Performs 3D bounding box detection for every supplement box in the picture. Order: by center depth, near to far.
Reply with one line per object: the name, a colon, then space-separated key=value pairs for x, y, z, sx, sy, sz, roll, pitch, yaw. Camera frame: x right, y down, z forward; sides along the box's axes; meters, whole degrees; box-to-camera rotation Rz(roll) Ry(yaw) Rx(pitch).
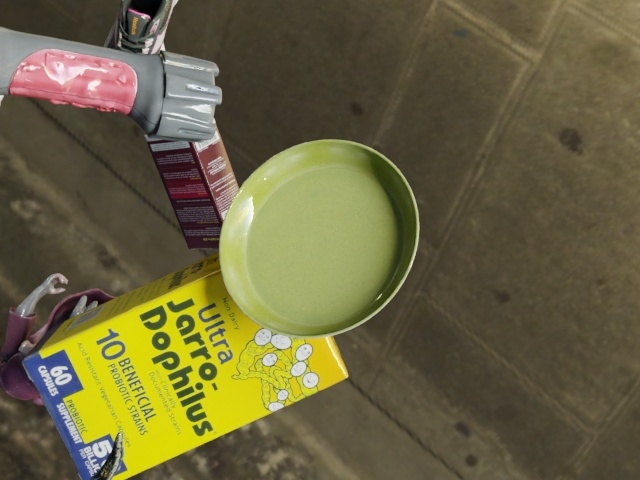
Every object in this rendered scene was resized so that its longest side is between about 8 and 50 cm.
supplement box: x=-0.169 y=0.146 z=1.308 sx=0.356 sy=0.195 sz=0.194 roll=-25 pitch=98 yaw=-1
supplement box: x=-0.223 y=-0.103 z=1.862 sx=0.130 sy=0.073 sz=0.239 roll=0 pitch=116 yaw=42

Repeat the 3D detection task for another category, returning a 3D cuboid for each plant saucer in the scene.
plant saucer: x=0.000 y=0.000 z=1.152 sx=0.241 sy=0.037 sz=0.241 roll=-7 pitch=69 yaw=18

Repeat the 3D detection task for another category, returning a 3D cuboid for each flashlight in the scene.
flashlight: x=-0.244 y=-0.144 z=0.920 sx=0.103 sy=0.304 sz=0.103 roll=-160 pitch=79 yaw=-66

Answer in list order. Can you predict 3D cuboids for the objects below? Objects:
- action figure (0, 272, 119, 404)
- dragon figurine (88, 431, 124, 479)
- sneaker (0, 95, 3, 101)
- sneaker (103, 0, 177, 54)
action figure: x=-0.430 y=0.215 z=1.653 sx=0.370 sy=0.275 sz=0.248 roll=-23 pitch=111 yaw=37
dragon figurine: x=-0.231 y=0.235 z=0.609 sx=0.144 sy=0.289 sz=0.085 roll=-112 pitch=-4 yaw=-62
sneaker: x=-0.623 y=-0.238 z=1.720 sx=0.054 sy=0.152 sz=0.061 roll=36 pitch=112 yaw=46
sneaker: x=-0.197 y=-0.224 z=1.066 sx=0.072 sy=0.077 sz=0.178 roll=13 pitch=101 yaw=-4
